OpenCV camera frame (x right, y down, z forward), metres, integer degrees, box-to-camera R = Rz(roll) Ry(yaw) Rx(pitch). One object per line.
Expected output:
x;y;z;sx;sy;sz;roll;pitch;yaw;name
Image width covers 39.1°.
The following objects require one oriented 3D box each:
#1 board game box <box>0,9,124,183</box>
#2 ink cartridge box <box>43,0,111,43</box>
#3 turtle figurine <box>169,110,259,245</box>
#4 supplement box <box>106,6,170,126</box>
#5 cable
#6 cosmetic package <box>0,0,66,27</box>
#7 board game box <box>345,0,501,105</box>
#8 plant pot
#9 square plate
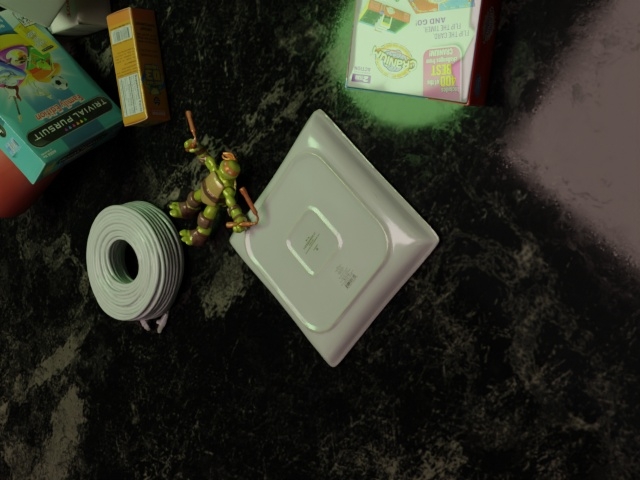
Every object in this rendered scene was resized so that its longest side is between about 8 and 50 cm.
-0.606;-0.311;1.863;0.336;0.254;0.079;47;133;-1;board game box
-0.575;-0.532;1.977;0.237;0.100;0.171;-4;93;38;ink cartridge box
-0.216;-0.104;1.765;0.269;0.087;0.217;55;130;14;turtle figurine
-0.374;-0.356;1.861;0.080;0.078;0.233;-6;92;35;supplement box
-0.401;0.045;1.922;0.257;0.089;0.257;41;118;26;cable
-0.520;-0.683;1.779;0.453;0.161;0.230;-52;51;15;cosmetic package
0.169;-0.388;1.449;0.242;0.064;0.316;16;105;35;board game box
-0.679;-0.225;2.013;0.243;0.275;0.275;-31;76;25;plant pot
0.000;0.000;1.637;0.344;0.049;0.347;50;122;22;square plate
